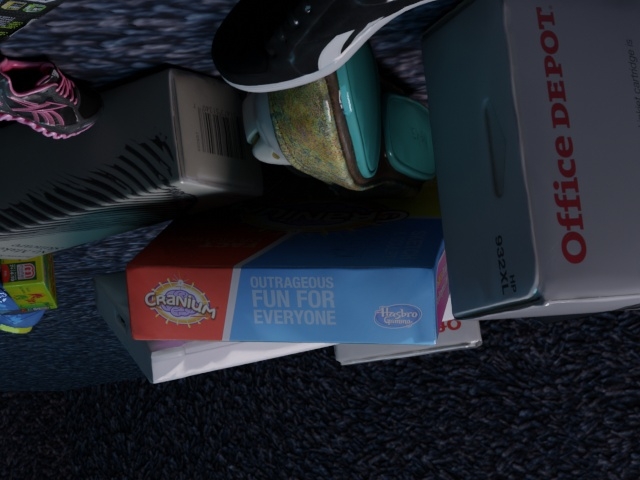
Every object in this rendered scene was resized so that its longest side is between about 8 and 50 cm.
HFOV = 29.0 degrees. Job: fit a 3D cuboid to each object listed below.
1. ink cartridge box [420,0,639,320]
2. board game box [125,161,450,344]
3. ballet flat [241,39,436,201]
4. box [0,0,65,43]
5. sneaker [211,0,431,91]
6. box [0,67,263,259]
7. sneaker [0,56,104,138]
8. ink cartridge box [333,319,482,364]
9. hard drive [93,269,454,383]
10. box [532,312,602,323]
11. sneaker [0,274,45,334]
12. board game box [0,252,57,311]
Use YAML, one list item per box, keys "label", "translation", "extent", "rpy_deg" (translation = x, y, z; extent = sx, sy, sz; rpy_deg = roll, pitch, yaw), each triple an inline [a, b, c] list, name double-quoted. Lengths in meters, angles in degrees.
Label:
- label: "ink cartridge box"
  translation: [0.244, -0.064, 0.907]
  extent: [0.308, 0.223, 0.129]
  rpy_deg: [-3, 171, -22]
- label: "board game box"
  translation: [0.000, 0.000, 1.071]
  extent: [0.242, 0.064, 0.316]
  rpy_deg: [0, -162, 12]
- label: "ballet flat"
  translation: [0.005, -0.089, 0.932]
  extent: [0.123, 0.123, 0.348]
  rpy_deg: [-10, 172, 14]
- label: "box"
  translation: [-0.263, -0.137, 0.684]
  extent: [0.191, 0.045, 0.184]
  rpy_deg: [2, 169, -43]
- label: "sneaker"
  translation: [-0.003, -0.156, 0.683]
  extent: [0.217, 0.079, 0.121]
  rpy_deg: [-23, 159, 31]
- label: "box"
  translation: [-0.189, -0.056, 1.025]
  extent: [0.275, 0.094, 0.113]
  rpy_deg: [-14, 168, 33]
- label: "sneaker"
  translation: [-0.199, -0.108, 0.897]
  extent: [0.057, 0.047, 0.119]
  rpy_deg: [-29, 159, 36]
- label: "ink cartridge box"
  translation: [0.080, 0.020, 1.296]
  extent: [0.153, 0.208, 0.087]
  rpy_deg: [-8, 170, 8]
- label: "hard drive"
  translation: [-0.029, 0.047, 1.106]
  extent: [0.308, 0.040, 0.203]
  rpy_deg: [-11, -161, -20]
- label: "box"
  translation: [0.235, -0.020, 1.252]
  extent: [0.103, 0.184, 0.261]
  rpy_deg: [-10, 170, 18]
- label: "sneaker"
  translation: [-0.466, 0.070, 1.661]
  extent: [0.209, 0.069, 0.082]
  rpy_deg: [11, 128, -34]
- label: "board game box"
  translation: [-0.319, 0.018, 1.351]
  extent: [0.043, 0.092, 0.181]
  rpy_deg: [-6, 170, -9]
